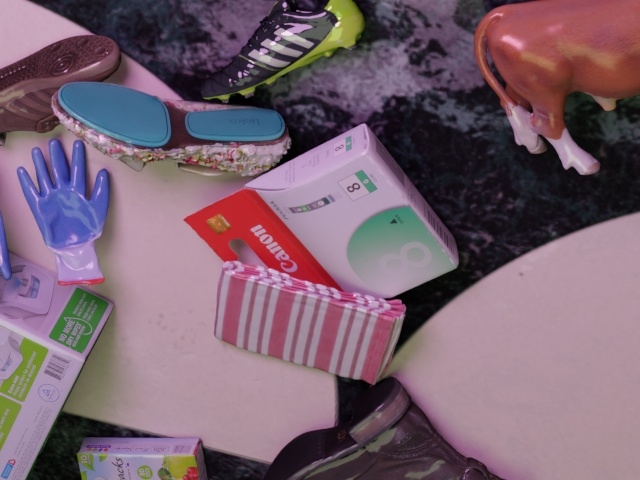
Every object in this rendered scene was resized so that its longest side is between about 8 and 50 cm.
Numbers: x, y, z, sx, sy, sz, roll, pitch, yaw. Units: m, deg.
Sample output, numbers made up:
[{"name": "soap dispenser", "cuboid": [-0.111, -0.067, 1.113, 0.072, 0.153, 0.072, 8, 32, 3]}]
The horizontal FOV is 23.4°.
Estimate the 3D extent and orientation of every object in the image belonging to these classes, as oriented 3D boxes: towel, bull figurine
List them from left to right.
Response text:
[{"name": "towel", "cuboid": [-0.016, 0.086, 1.642, 0.197, 0.029, 0.144, 16, 144, 1]}, {"name": "bull figurine", "cuboid": [0.301, -0.168, 1.427, 0.310, 0.101, 0.188, -5, 119, 12]}]

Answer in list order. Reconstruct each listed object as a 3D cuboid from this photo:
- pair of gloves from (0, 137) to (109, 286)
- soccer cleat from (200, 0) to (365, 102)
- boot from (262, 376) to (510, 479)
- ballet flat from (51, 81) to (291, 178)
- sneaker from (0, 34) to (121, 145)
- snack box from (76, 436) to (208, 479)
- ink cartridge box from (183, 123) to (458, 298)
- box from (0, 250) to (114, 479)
[{"name": "pair of gloves", "cuboid": [-0.313, -0.021, 1.597, 0.198, 0.023, 0.159, -7, 87, -11]}, {"name": "soccer cleat", "cuboid": [-0.043, -0.192, 1.505, 0.179, 0.060, 0.072, -24, 102, 14]}, {"name": "boot", "cuboid": [0.076, 0.295, 1.727, 0.263, 0.091, 0.229, -37, 106, 23]}, {"name": "ballet flat", "cuboid": [-0.149, -0.098, 1.530, 0.241, 0.091, 0.077, 8, 137, -13]}, {"name": "sneaker", "cuboid": [-0.273, -0.151, 1.570, 0.188, 0.066, 0.071, -15, 133, 21]}, {"name": "snack box", "cuboid": [-0.204, 0.278, 1.797, 0.141, 0.037, 0.100, 0, 117, 10]}, {"name": "ink cartridge box", "cuboid": [0.000, 0.000, 1.577, 0.225, 0.056, 0.181, -27, 126, 20]}, {"name": "box", "cuboid": [-0.391, 0.144, 1.705, 0.231, 0.127, 0.262, 26, 120, -4]}]
